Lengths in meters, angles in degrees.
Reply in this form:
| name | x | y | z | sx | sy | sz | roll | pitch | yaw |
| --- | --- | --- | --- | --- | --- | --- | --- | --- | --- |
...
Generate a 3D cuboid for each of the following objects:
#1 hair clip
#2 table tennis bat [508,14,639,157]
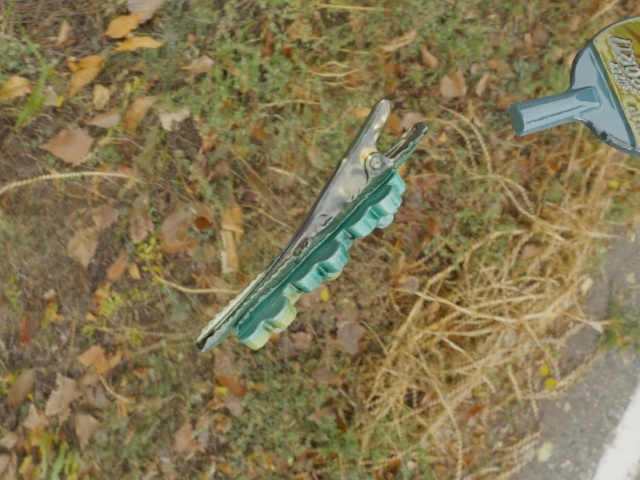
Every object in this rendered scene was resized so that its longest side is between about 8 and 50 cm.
| name | x | y | z | sx | sy | sz | roll | pitch | yaw |
| --- | --- | --- | --- | --- | --- | --- | --- | --- | --- |
| hair clip | 0.001 | 0.001 | 0.432 | 0.173 | 0.049 | 0.049 | -50 | 122 | -4 |
| table tennis bat | 0.412 | -0.196 | 1.072 | 0.329 | 0.044 | 0.215 | -13 | 73 | -7 |
